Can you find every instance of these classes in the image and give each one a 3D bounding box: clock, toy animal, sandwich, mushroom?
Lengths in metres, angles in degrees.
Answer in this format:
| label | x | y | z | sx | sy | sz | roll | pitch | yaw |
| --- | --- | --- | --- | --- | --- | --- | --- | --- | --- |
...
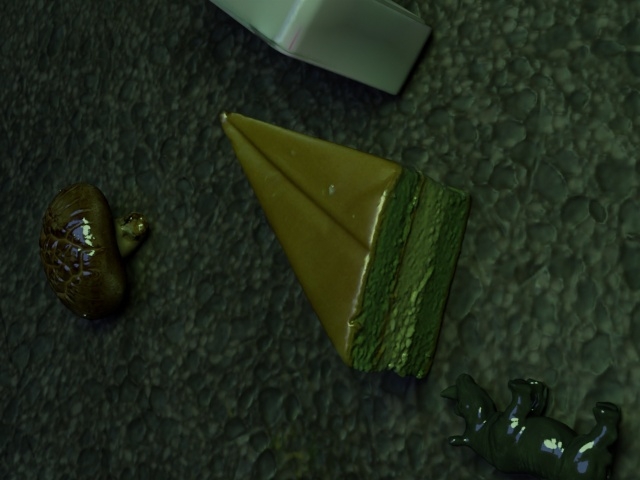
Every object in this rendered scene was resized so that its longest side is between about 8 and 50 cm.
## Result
| label | x | y | z | sx | sy | sz | roll | pitch | yaw |
| --- | --- | --- | --- | --- | --- | --- | --- | --- | --- |
| clock | -0.026 | -0.195 | 0.790 | 0.197 | 0.150 | 0.063 | 42 | 110 | 36 |
| toy animal | 0.132 | 0.123 | 0.669 | 0.136 | 0.047 | 0.065 | 16 | 92 | 38 |
| sandwich | 0.000 | 0.000 | 0.750 | 0.187 | 0.117 | 0.144 | 20 | 90 | 38 |
| mushroom | -0.216 | 0.010 | 0.936 | 0.109 | 0.085 | 0.126 | -22 | 79 | 31 |
